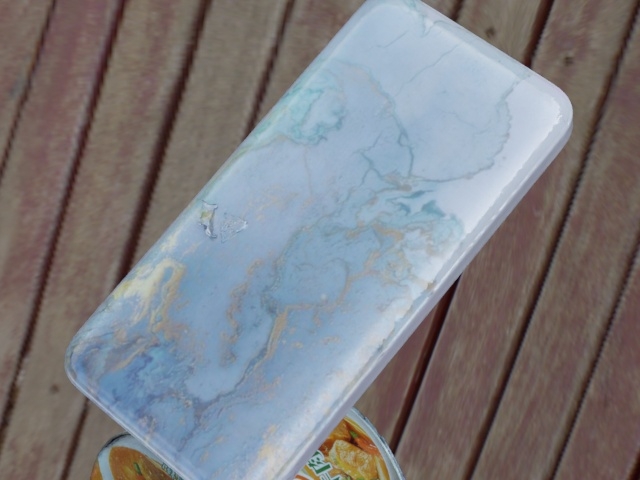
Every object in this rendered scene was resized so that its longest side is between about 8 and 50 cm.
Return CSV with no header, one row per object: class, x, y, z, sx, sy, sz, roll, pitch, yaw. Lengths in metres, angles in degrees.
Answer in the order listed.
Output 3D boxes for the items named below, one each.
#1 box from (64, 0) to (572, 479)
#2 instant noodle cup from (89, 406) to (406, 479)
box,0.000,0.000,0.768,0.142,0.044,0.285,36,79,21
instant noodle cup,-0.060,0.285,1.387,0.296,0.214,0.296,23,121,43
